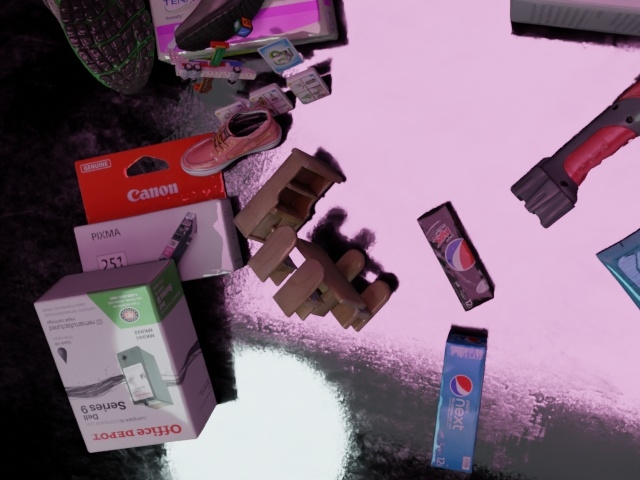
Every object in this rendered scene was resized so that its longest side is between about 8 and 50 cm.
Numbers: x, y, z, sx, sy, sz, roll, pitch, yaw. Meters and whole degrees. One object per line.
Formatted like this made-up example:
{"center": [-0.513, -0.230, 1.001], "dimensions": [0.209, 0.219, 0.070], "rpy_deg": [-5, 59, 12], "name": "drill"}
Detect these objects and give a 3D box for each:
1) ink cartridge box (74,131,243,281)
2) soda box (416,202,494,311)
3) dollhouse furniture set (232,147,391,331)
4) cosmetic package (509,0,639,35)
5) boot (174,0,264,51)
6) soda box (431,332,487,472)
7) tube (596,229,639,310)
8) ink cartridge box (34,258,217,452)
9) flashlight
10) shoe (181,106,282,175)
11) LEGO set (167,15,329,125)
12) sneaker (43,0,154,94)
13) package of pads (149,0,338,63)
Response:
{"center": [-0.289, -0.043, 1.537], "dimensions": [0.275, 0.060, 0.238], "rpy_deg": [-10, 95, 13], "name": "ink cartridge box"}
{"center": [0.217, 0.026, 1.435], "dimensions": [0.053, 0.060, 0.169], "rpy_deg": [-28, 90, 13], "name": "soda box"}
{"center": [0.000, 0.000, 1.406], "dimensions": [0.161, 0.212, 0.242], "rpy_deg": [-48, 59, 14], "name": "dollhouse furniture set"}
{"center": [0.501, -0.372, 1.243], "dimensions": [0.453, 0.230, 0.161], "rpy_deg": [10, 98, 10], "name": "cosmetic package"}
{"center": [-0.149, -0.414, 1.363], "dimensions": [0.246, 0.083, 0.161], "rpy_deg": [-36, 77, 15], "name": "boot"}
{"center": [0.226, 0.261, 1.454], "dimensions": [0.067, 0.071, 0.210], "rpy_deg": [8, 98, 10], "name": "soda box"}
{"center": [0.519, 0.090, 1.387], "dimensions": [0.080, 0.052, 0.207], "rpy_deg": [-33, 84, 9], "name": "tube"}
{"center": [-0.319, 0.196, 1.505], "dimensions": [0.211, 0.121, 0.289], "rpy_deg": [-10, 108, 14], "name": "ink cartridge box"}
{"center": [0.435, -0.140, 1.349], "dimensions": [0.304, 0.103, 0.103], "rpy_deg": [-43, 89, 12], "name": "flashlight"}
{"center": [-0.154, -0.165, 1.466], "dimensions": [0.178, 0.081, 0.063], "rpy_deg": [-20, 70, 4], "name": "shoe"}
{"center": [-0.113, -0.268, 1.397], "dimensions": [0.182, 0.244, 0.060], "rpy_deg": [-20, 65, 15], "name": "LEGO set"}
{"center": [-0.378, -0.389, 1.478], "dimensions": [0.134, 0.146, 0.343], "rpy_deg": [-28, 82, -13], "name": "sneaker"}
{"center": [-0.133, -0.418, 1.438], "dimensions": [0.297, 0.101, 0.229], "rpy_deg": [-7, 95, 12], "name": "package of pads"}
